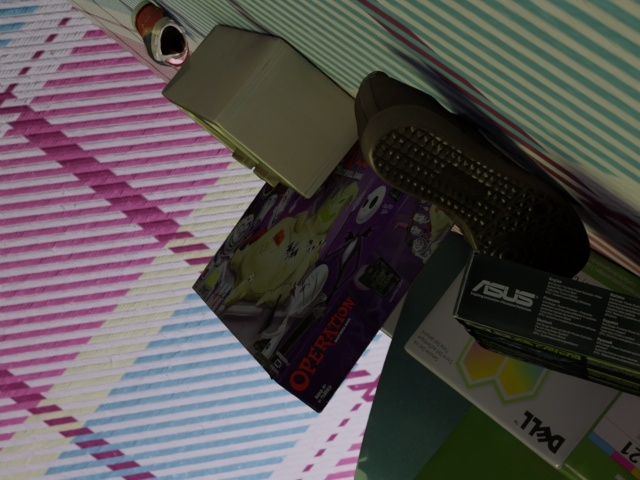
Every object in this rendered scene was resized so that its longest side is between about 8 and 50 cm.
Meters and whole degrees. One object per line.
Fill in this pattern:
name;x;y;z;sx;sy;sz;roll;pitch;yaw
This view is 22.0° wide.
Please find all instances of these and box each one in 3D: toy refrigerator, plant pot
toy refrigerator;-0.055;-0.113;1.408;0.102;0.094;0.269;39;178;-18
plant pot;0.161;0.153;1.505;0.195;0.290;0.290;16;175;9

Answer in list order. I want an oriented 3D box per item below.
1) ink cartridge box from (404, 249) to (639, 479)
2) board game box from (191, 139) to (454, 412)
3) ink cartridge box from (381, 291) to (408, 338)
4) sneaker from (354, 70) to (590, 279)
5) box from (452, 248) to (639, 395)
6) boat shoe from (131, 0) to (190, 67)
ink cartridge box;0.131;0.130;1.118;0.097;0.255;0.189;40;178;-38
board game box;0.000;0.000;1.320;0.056;0.208;0.347;40;178;-17
ink cartridge box;0.114;0.056;1.827;0.128;0.127;0.176;38;178;12
sneaker;0.093;-0.040;0.980;0.188;0.066;0.071;37;-155;-36
box;0.176;0.062;0.929;0.191;0.045;0.184;17;172;13
boat shoe;-0.170;-0.223;1.833;0.043;0.049;0.137;36;173;20
